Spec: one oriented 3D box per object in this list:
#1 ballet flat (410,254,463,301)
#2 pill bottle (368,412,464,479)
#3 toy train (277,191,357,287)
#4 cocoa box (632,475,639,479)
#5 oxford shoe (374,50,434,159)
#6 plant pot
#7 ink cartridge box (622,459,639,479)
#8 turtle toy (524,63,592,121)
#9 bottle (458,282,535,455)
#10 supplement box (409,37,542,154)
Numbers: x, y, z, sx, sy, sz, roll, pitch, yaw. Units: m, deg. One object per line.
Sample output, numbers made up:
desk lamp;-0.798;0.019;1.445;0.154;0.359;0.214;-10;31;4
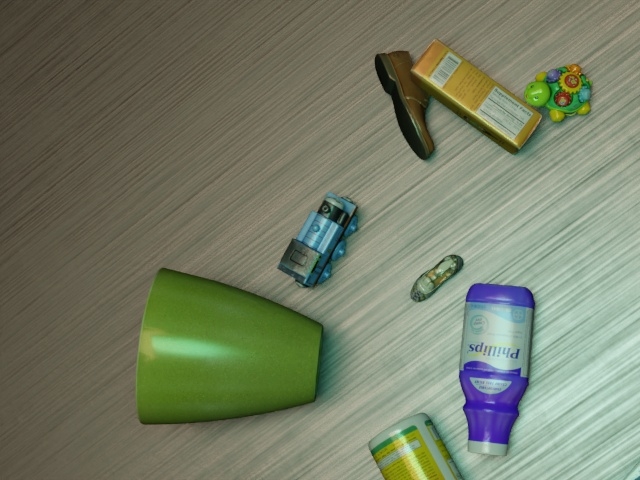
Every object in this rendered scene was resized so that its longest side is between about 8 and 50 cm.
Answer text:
ballet flat;0.199;0.063;1.961;0.114;0.041;0.041;-41;71;8
pill bottle;0.176;0.404;1.869;0.117;0.117;0.208;-32;73;10
toy train;0.000;0.000;2.000;0.080;0.105;0.184;30;91;20
cocoa box;0.588;0.450;1.631;0.347;0.228;0.231;-36;108;9
oxford shoe;0.169;-0.248;2.011;0.076;0.076;0.212;-16;80;-14
plant pot;-0.147;0.200;1.953;0.293;0.275;0.275;7;82;2
ink cartridge box;0.560;0.371;1.783;0.099;0.056;0.135;43;95;19
turtle toy;0.408;-0.257;1.919;0.130;0.066;0.095;-16;75;-11
bottle;0.291;0.215;1.877;0.118;0.092;0.283;5;82;17
supplement box;0.268;-0.248;1.945;0.233;0.078;0.080;39;89;4
